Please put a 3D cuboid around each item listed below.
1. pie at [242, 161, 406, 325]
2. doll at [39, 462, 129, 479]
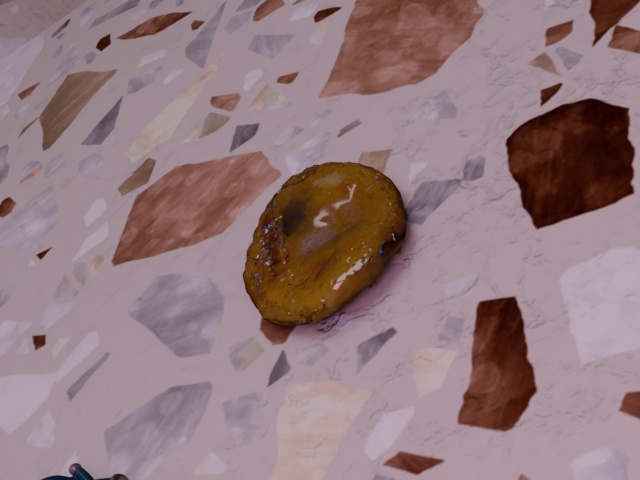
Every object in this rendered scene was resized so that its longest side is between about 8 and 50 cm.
[{"bbox_3d":[0.001,0.001,1.309,0.273,0.069,0.273,-23,40,20],"label":"pie"},{"bbox_3d":[-0.312,0.336,1.231,0.152,0.085,0.114,-15,55,13],"label":"doll"}]
